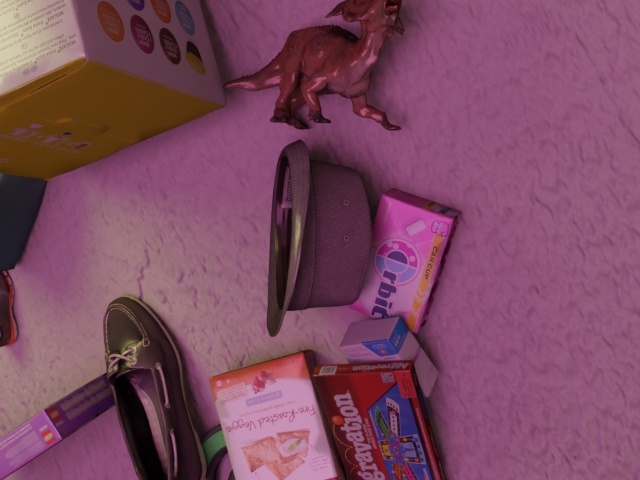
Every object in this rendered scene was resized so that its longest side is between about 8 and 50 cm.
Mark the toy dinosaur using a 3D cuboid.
[{"bbox_3d":[0.009,-0.257,1.319,0.296,0.127,0.200,5,92,35],"label":"toy dinosaur"}]

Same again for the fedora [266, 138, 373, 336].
[{"bbox_3d":[0.000,0.000,1.333,0.124,0.243,0.275,4,73,-10],"label":"fedora"}]

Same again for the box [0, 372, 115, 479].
[{"bbox_3d":[-0.476,0.328,1.560,0.293,0.201,0.057,-34,89,22],"label":"box"}]

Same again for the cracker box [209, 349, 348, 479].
[{"bbox_3d":[-0.061,0.297,1.448,0.156,0.067,0.232,-17,85,10],"label":"cracker box"}]

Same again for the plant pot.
[{"bbox_3d":[-0.546,-0.088,1.522,0.165,0.166,0.234,32,101,11],"label":"plant pot"}]

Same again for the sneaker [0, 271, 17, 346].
[{"bbox_3d":[-0.558,0.109,1.615,0.061,0.065,0.157,-10,98,21],"label":"sneaker"}]

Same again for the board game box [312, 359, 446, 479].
[{"bbox_3d":[0.095,0.295,1.395,0.145,0.027,0.281,-6,120,21],"label":"board game box"}]

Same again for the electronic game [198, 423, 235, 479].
[{"bbox_3d":[-0.106,0.394,1.527,0.229,0.048,0.229,4,102,19],"label":"electronic game"}]

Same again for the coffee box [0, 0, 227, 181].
[{"bbox_3d":[-0.381,-0.299,1.290,0.338,0.338,0.334,-19,81,21],"label":"coffee box"}]

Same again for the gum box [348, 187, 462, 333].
[{"bbox_3d":[0.119,0.033,1.365,0.107,0.062,0.188,20,108,15],"label":"gum box"}]

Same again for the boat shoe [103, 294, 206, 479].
[{"bbox_3d":[-0.276,0.248,1.511,0.112,0.095,0.335,-23,85,27],"label":"boat shoe"}]

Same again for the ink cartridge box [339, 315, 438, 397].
[{"bbox_3d":[0.100,0.172,1.372,0.089,0.052,0.122,-13,125,38],"label":"ink cartridge box"}]
